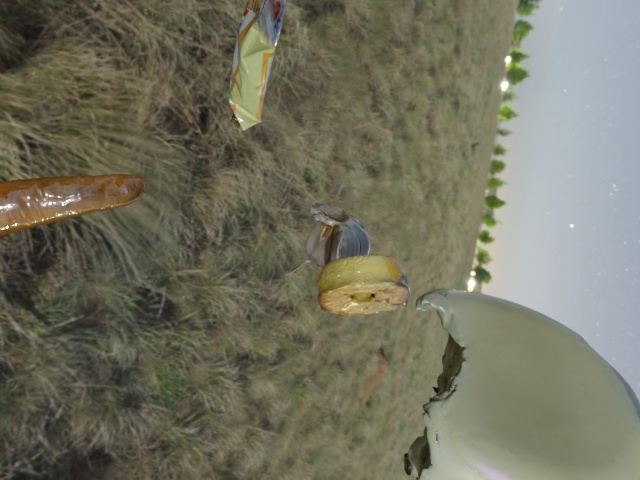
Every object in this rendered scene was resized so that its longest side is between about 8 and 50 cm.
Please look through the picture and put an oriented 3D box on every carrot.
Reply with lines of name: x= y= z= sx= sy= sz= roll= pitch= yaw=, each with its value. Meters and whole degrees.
carrot: x=-0.282 y=-0.038 z=0.471 sx=0.061 sy=0.209 sz=0.061 roll=167 pitch=-90 yaw=-78

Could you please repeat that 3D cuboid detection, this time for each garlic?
garlic: x=0.000 y=0.000 z=1.239 sx=0.207 sy=0.256 sz=0.207 roll=164 pitch=-90 yaw=-87

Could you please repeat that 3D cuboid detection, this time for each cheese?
cheese: x=0.182 y=0.169 z=0.459 sx=0.266 sy=0.233 sz=0.127 roll=-61 pitch=171 yaw=-54

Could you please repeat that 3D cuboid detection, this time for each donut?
donut: x=0.075 y=0.079 z=0.853 sx=0.190 sy=0.174 sz=0.075 roll=44 pitch=40 yaw=-58

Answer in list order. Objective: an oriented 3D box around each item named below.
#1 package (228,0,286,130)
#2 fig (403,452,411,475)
package: x=-0.044 y=-0.153 z=0.335 sx=0.121 sy=0.031 sz=0.108 roll=121 pitch=-22 yaw=-62
fig: x=0.272 y=0.393 z=0.684 sx=0.217 sy=0.320 sz=0.217 roll=-55 pitch=167 yaw=-20
